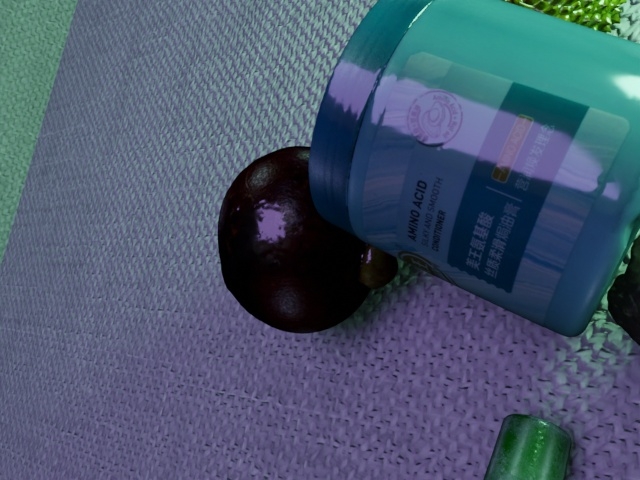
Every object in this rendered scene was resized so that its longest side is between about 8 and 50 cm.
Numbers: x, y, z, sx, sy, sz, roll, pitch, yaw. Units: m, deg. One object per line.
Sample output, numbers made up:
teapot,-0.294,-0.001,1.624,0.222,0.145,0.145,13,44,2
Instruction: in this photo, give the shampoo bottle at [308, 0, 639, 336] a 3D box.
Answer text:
shampoo bottle,0.218,-0.101,0.775,0.342,0.331,0.331,27,92,23

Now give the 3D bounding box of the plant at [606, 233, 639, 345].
plant,0.436,0.074,0.670,0.234,0.204,0.178,41,112,46

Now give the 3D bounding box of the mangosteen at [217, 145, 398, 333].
mangosteen,-0.019,0.003,1.024,0.293,0.297,0.297,21,88,41

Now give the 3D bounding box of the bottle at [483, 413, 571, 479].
bottle,0.210,0.370,0.747,0.093,0.093,0.330,1,54,41

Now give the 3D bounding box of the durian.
durian,0.314,-0.317,0.919,0.237,0.200,0.177,-35,78,41
